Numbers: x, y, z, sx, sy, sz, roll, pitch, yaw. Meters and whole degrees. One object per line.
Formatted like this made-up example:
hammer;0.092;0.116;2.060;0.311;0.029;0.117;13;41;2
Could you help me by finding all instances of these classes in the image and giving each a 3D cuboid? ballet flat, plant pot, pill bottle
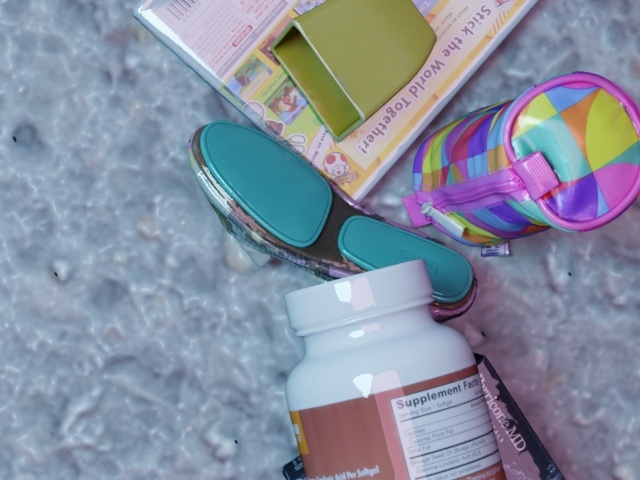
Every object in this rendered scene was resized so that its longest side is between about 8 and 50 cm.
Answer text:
ballet flat;0.000;0.000;1.216;0.221;0.079;0.077;28;56;-5
plant pot;0.029;-0.127;1.194;0.083;0.081;0.081;-36;91;-14
pill bottle;0.047;0.126;1.104;0.121;0.121;0.216;-14;87;-4

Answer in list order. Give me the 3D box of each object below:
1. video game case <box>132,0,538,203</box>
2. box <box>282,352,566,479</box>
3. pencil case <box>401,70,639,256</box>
video game case;0.020;-0.173;1.246;0.206;0.026;0.227;42;86;-2
box;0.081;0.181;1.212;0.158;0.093;0.156;-33;91;-5
pencil case;0.128;-0.045;1.153;0.104;0.236;0.104;1;85;-12
